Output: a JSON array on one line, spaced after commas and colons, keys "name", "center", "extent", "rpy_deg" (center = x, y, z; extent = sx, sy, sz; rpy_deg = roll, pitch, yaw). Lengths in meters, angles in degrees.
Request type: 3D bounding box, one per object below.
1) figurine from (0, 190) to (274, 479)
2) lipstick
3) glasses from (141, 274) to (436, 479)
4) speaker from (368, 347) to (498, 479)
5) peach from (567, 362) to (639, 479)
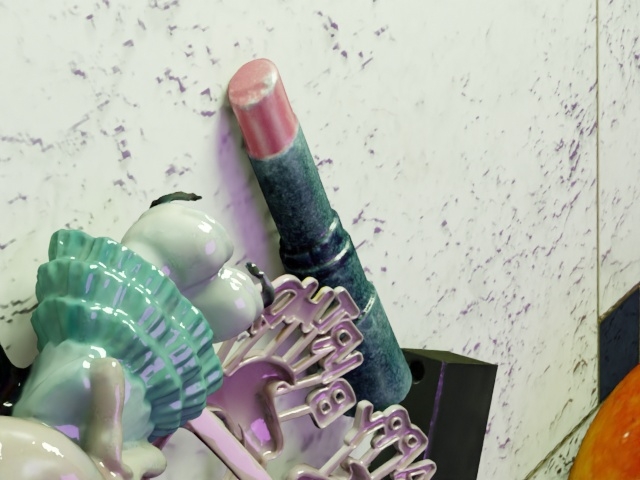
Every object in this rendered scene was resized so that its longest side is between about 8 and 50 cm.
[{"name": "figurine", "center": [-0.121, 0.076, 0.618], "extent": [0.245, 0.110, 0.138], "rpy_deg": [-53, 129, -35]}, {"name": "lipstick", "center": [0.000, 0.000, 0.808], "extent": [0.053, 0.053, 0.234], "rpy_deg": [-48, 134, -35]}, {"name": "glasses", "center": [0.000, 0.127, 0.783], "extent": [0.162, 0.095, 0.255], "rpy_deg": [-51, 134, -21]}, {"name": "speaker", "center": [0.063, 0.184, 0.960], "extent": [0.082, 0.044, 0.218], "rpy_deg": [7, 94, -55]}, {"name": "peach", "center": [0.377, 0.233, 1.152], "extent": [0.388, 0.388, 0.388], "rpy_deg": [-22, 118, -50]}]
